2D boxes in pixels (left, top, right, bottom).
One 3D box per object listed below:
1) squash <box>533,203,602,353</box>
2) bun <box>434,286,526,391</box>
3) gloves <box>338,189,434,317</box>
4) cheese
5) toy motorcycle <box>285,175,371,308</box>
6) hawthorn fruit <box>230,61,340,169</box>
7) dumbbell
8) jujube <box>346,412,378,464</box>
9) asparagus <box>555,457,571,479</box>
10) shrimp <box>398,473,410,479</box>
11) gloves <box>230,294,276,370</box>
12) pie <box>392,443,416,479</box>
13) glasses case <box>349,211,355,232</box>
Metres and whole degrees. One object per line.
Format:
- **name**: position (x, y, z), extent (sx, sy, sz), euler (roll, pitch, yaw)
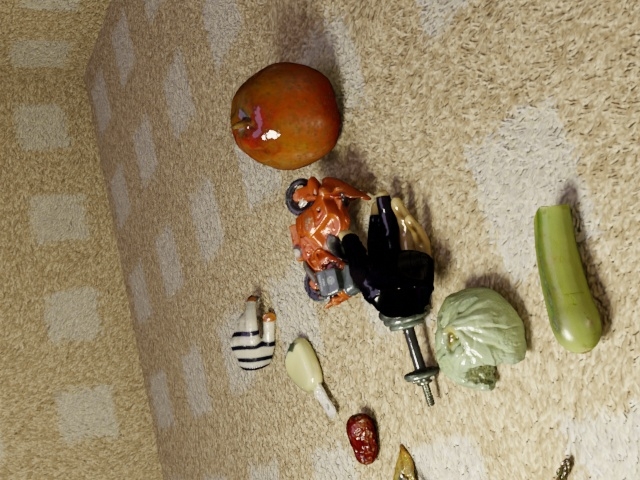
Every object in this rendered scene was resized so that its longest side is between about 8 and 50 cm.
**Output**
- **squash**: position (0.409, 0.065, 1.258), extent (0.083, 0.083, 0.250), euler (-27, 70, 59)
- **bun**: position (0.289, 0.195, 1.442), extent (0.204, 0.126, 0.212), euler (39, 130, 53)
- **gloves**: position (0.140, 0.027, 1.614), extent (0.152, 0.197, 0.301), euler (83, -177, -60)
- **cheese**: position (-0.021, 0.392, 2.093), extent (0.251, 0.054, 0.127), euler (53, 139, 40)
- **toy motorcycle**: position (0.031, -0.013, 1.778), extent (0.221, 0.148, 0.325), euler (-19, 78, 31)
- **hawthorn fruit**: position (-0.108, -0.302, 1.851), extent (0.277, 0.298, 0.277), euler (21, 119, 43)
- **dumbbell**: position (0.202, 0.234, 1.633), extent (0.110, 0.110, 0.254), euler (-19, 86, 60)
- **jujube**: position (0.106, 0.495, 1.875), extent (0.077, 0.077, 0.129), euler (2, 103, 60)
- **asparagus**: position (0.425, 0.498, 1.372), extent (0.025, 0.024, 0.248), euler (9, 109, 15)
- **shrimp**: position (0.249, 0.645, 1.680), extent (0.254, 0.059, 0.145), euler (50, 147, 37)
- **gloves**: position (-0.215, 0.283, 2.337), extent (0.140, 0.131, 0.218), euler (8, 112, 57)
- **pie**: position (0.195, 0.578, 1.780), extent (0.092, 0.034, 0.170), euler (39, 123, 53)
- **glasses case**: position (0.023, -0.003, 1.936), extent (0.071, 0.047, 0.205), euler (62, 145, 18)
